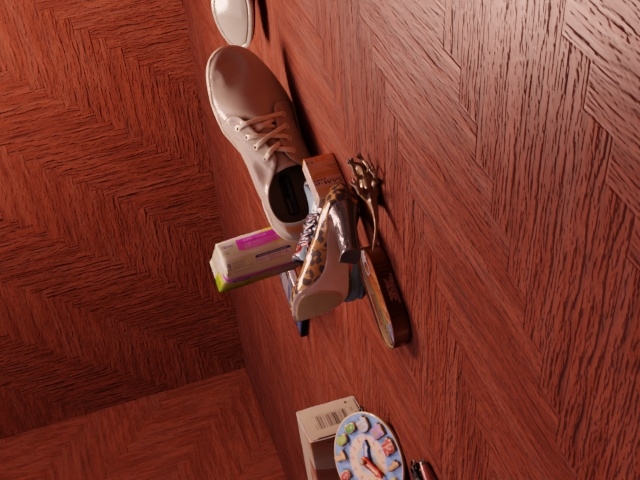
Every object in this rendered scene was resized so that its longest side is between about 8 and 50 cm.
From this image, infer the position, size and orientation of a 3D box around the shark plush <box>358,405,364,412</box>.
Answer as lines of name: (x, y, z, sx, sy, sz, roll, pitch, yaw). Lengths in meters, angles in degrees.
shark plush: (0.104, 0.434, 2.069, 0.067, 0.073, 0.161, 45, -179, -35)

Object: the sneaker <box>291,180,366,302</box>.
sneaker: (0.000, 0.000, 1.819, 0.104, 0.125, 0.261, 117, 137, -72)

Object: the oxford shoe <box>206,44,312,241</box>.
oxford shoe: (-0.107, -0.211, 1.968, 0.130, 0.169, 0.449, 153, 95, -81)

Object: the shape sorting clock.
shape sorting clock: (0.099, 0.463, 1.961, 0.206, 0.040, 0.206, 2, 92, 45)

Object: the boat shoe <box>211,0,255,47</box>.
boat shoe: (-0.185, -0.577, 2.059, 0.114, 0.091, 0.302, 13, 128, 25)

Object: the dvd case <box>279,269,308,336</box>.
dvd case: (-0.082, 0.126, 2.622, 0.180, 0.022, 0.253, 95, 157, -61)

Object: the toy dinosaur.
toy dinosaur: (0.082, -0.083, 1.561, 0.092, 0.053, 0.183, 65, -171, -55)

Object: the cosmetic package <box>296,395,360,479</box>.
cosmetic package: (0.047, 0.538, 2.223, 0.129, 0.153, 0.296, -123, 20, -59)

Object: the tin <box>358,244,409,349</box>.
tin: (0.111, 0.098, 1.648, 0.106, 0.040, 0.189, 123, 131, -69)

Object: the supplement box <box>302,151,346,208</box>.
supplement box: (0.009, -0.116, 1.787, 0.036, 0.062, 0.098, 98, 154, -58)

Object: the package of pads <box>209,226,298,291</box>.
package of pads: (-0.146, 0.036, 2.299, 0.296, 0.229, 0.101, 138, 114, -76)

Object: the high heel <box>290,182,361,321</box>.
high heel: (0.005, 0.024, 1.750, 0.261, 0.093, 0.186, 125, 150, -42)

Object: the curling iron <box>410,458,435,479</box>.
curling iron: (0.220, 0.495, 1.641, 0.274, 0.035, 0.068, -118, 13, -49)
